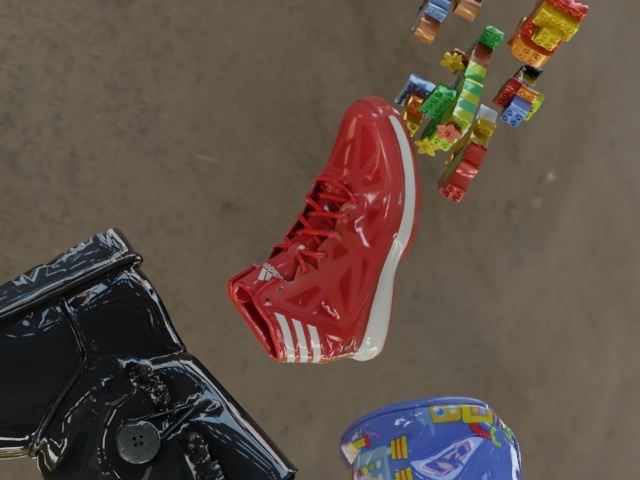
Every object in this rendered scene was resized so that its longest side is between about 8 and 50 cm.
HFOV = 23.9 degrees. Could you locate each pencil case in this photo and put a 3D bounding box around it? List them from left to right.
[{"bbox_3d":[0.105,0.259,1.041,0.119,0.133,0.306,98,-20,-66],"label":"pencil case"}]

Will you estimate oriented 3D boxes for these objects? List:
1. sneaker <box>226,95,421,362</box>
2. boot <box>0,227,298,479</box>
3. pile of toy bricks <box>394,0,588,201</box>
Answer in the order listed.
[{"bbox_3d":[0.000,0.000,1.174,0.128,0.087,0.221,-8,110,-35],"label":"sneaker"},{"bbox_3d":[-0.158,0.133,0.882,0.246,0.207,0.094,-31,168,-21],"label":"boot"},{"bbox_3d":[0.109,-0.110,1.157,0.212,0.118,0.105,-54,-168,53],"label":"pile of toy bricks"}]
